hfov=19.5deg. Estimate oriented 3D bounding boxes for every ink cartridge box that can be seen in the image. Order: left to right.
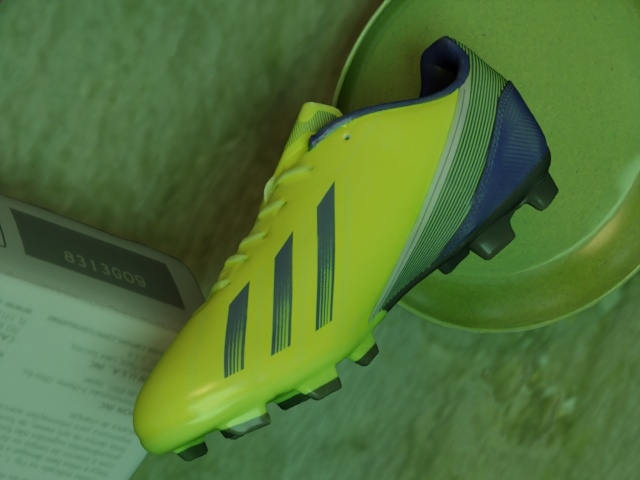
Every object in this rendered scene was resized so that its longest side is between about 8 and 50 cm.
[{"bbox_3d":[-0.281,0.128,0.952,0.308,0.091,0.385,21,116,-35],"label":"ink cartridge box"}]

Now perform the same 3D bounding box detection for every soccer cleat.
[{"bbox_3d":[0.000,0.000,0.937,0.289,0.093,0.121,-39,97,-31],"label":"soccer cleat"}]

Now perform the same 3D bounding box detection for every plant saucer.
[{"bbox_3d":[0.110,-0.065,1.061,0.241,0.037,0.241,-7,112,-19],"label":"plant saucer"}]
